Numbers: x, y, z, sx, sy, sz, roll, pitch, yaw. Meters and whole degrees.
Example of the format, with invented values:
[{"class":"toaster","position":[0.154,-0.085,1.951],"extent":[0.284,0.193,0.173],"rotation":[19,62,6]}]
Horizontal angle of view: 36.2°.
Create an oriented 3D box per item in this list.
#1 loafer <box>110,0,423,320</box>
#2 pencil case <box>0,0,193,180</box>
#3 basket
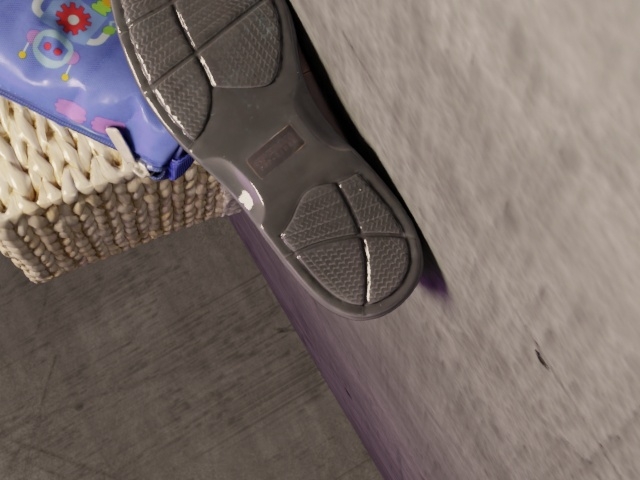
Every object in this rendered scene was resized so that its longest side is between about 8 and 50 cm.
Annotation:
[{"class":"loafer","position":[-0.042,-0.080,0.648],"extent":[0.303,0.109,0.095],"rotation":[57,177,0]},{"class":"pencil case","position":[-0.211,-0.150,0.763],"extent":[0.306,0.133,0.119],"rotation":[26,151,-4]},{"class":"basket","position":[-0.248,-0.158,0.993],"extent":[0.328,0.266,0.331],"rotation":[64,168,7]}]
